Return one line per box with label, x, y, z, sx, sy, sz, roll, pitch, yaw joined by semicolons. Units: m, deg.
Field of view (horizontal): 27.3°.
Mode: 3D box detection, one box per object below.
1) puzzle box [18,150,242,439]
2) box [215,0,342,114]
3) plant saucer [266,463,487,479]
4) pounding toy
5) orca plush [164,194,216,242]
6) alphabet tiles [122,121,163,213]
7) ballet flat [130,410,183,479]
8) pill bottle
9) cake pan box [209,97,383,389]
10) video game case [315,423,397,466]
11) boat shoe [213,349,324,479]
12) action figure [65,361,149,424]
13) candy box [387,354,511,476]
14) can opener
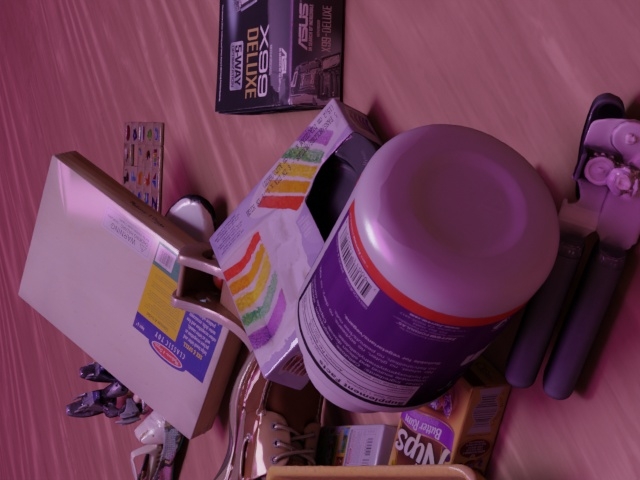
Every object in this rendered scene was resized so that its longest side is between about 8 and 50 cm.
puzzle box;-0.286;0.080;2.006;0.409;0.052;0.272;36;121;25
box;-0.055;-0.321;1.741;0.242;0.076;0.308;8;96;63
plant saucer;0.094;0.385;1.343;0.332;0.081;0.333;-12;87;52
pounding toy;-0.105;0.033;1.749;0.269;0.154;0.155;43;127;56
orca plush;-0.198;0.060;2.054;0.151;0.102;0.287;1;105;19
alphabet tiles;-0.318;-0.091;2.343;0.198;0.009;0.237;11;100;63
ballet flat;-0.269;0.339;2.158;0.077;0.079;0.222;51;133;53
pill bottle;0.083;0.045;1.229;0.323;0.181;0.182;118;144;-58
cake pan box;0.000;0.000;1.549;0.267;0.070;0.246;-46;46;23
video game case;0.016;0.334;1.582;0.206;0.026;0.227;-18;58;62
boat shoe;-0.051;0.265;1.617;0.120;0.122;0.324;25;100;57
action figure;-0.351;0.237;2.309;0.285;0.099;0.185;-33;52;55
candy box;0.131;0.204;1.388;0.109;0.053;0.187;46;131;53
can opener;0.237;0.012;1.178;0.093;0.074;0.280;-64;-10;-66
